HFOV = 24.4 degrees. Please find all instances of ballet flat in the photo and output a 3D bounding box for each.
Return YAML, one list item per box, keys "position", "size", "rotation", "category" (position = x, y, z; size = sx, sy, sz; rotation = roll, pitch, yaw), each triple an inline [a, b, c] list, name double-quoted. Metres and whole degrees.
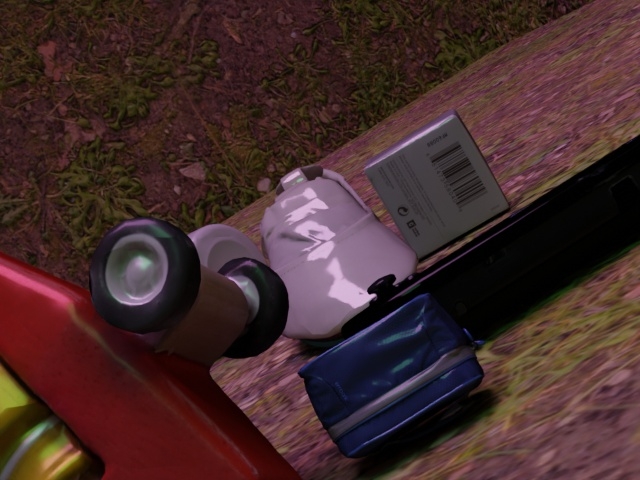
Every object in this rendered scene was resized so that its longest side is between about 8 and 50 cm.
- position: [0.000, 0.000, 1.335]
  size: [0.139, 0.139, 0.400]
  rotation: [-31, 6, 3]
  category: "ballet flat"

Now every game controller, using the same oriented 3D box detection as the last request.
- position: [0.155, -0.016, 1.007]
  size: [0.319, 0.067, 0.166]
  rotation: [-31, 6, -9]
  category: "game controller"

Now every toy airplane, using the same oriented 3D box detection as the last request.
- position: [-0.236, 0.082, 0.864]
  size: [0.384, 0.386, 0.272]
  rotation: [14, 83, 69]
  category: "toy airplane"

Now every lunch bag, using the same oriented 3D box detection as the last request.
- position: [0.045, 0.076, 0.807]
  size: [0.098, 0.065, 0.067]
  rotation: [-32, -10, 6]
  category: "lunch bag"

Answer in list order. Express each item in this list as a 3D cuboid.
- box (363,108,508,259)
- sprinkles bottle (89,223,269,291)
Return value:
- position: [0.107, -0.053, 1.374]
  size: [0.102, 0.101, 0.087]
  rotation: [-30, 6, 9]
  category: "box"
- position: [-0.210, 0.098, 1.602]
  size: [0.355, 0.121, 0.121]
  rotation: [-26, 8, 38]
  category: "sprinkles bottle"
